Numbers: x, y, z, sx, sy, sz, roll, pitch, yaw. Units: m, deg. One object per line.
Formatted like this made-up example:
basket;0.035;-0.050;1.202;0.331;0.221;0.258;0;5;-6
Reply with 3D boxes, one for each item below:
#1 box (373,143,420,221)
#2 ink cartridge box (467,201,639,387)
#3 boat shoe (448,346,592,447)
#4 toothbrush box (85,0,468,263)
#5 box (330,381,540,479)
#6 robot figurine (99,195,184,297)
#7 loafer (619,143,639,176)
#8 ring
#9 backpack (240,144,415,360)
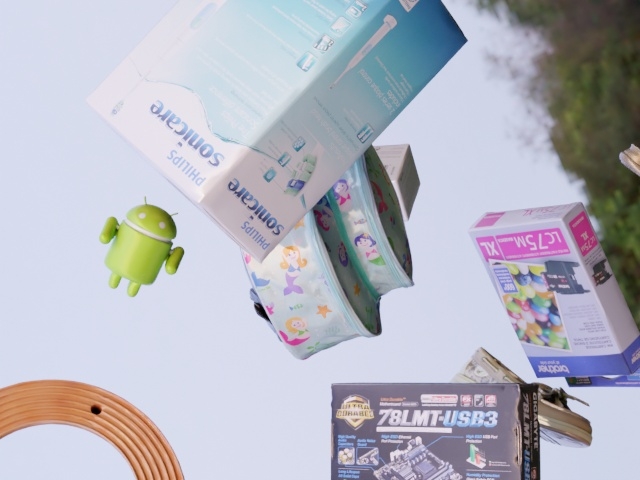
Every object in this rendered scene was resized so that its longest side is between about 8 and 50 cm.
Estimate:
box;0.095;-0.090;2.437;0.102;0.101;0.087;-68;-32;-46
ink cartridge box;0.353;0.097;2.223;0.065;0.186;0.311;-41;-69;-35
boat shoe;0.310;0.235;2.343;0.285;0.089;0.104;22;168;49
toothbrush box;-0.045;-0.162;1.470;0.216;0.295;0.126;39;175;40
box;0.151;0.337;2.074;0.073;0.296;0.293;10;-102;-58
robot figurine;-0.214;0.008;1.827;0.101;0.115;0.067;26;-173;-7
loafer;0.370;-0.070;1.535;0.148;0.050;0.056;19;-169;-10
ring;-0.330;0.328;1.877;0.032;0.337;0.336;107;152;-59
backpack;0.000;0.000;1.735;0.253;0.191;0.225;-83;-26;-51
